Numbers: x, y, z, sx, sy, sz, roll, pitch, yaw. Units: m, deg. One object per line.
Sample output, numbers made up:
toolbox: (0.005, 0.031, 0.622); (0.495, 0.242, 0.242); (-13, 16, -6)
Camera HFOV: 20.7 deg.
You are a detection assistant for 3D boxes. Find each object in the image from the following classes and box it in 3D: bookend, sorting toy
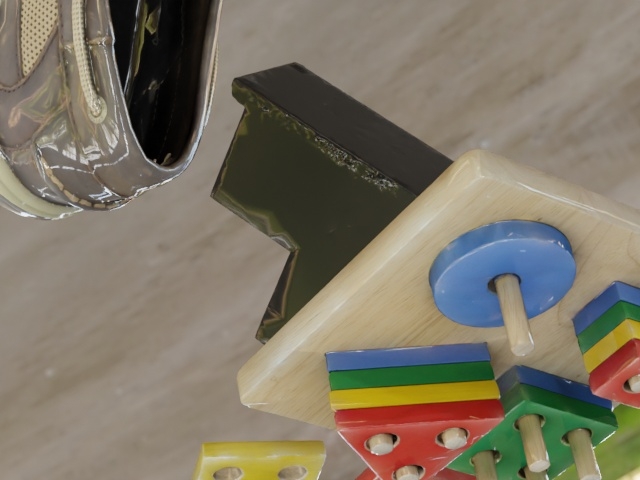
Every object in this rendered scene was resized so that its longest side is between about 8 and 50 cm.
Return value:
bookend: (0.000, 0.000, 1.070); (0.072, 0.156, 0.157); (-23, 141, -56)
sorting toy: (0.058, 0.049, 0.589); (0.132, 0.046, 0.274); (19, 133, -32)

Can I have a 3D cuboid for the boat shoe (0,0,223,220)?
boat shoe: (-0.081, -0.184, 0.828); (0.130, 0.355, 0.132); (3, 178, 37)
